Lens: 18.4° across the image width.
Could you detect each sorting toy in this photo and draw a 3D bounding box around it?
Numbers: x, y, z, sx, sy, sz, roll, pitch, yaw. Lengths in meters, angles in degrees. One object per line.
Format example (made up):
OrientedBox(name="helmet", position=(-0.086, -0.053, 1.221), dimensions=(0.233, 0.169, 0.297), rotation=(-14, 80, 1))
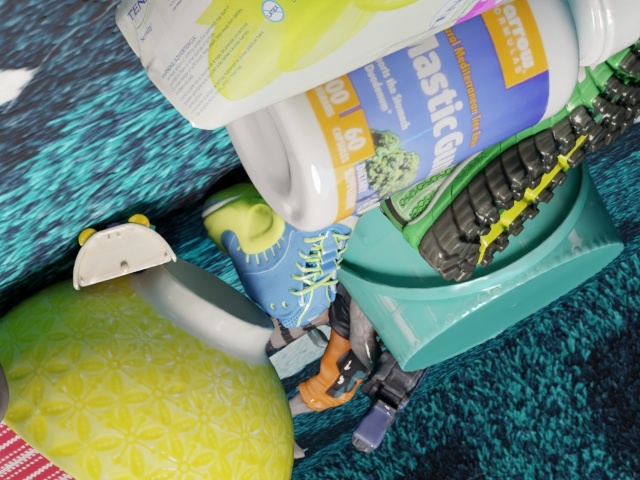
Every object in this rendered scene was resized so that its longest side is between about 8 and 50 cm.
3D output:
OrientedBox(name="sorting toy", position=(-0.160, 0.007, 1.583), dimensions=(0.083, 0.045, 0.075), rotation=(-16, 180, -2))

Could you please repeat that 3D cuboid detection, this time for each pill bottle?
OrientedBox(name="pill bottle", position=(0.075, -0.127, 1.307), dimensions=(0.272, 0.152, 0.152), rotation=(-26, 168, -16))

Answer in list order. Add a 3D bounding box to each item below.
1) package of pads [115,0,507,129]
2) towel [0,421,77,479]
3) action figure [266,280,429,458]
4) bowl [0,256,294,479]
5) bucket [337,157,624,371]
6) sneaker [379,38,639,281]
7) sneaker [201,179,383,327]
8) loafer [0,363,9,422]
OrientedBox(name="package of pads", position=(0.050, -0.187, 1.084), dimensions=(0.296, 0.101, 0.229), rotation=(-27, 169, -41))
OrientedBox(name="towel", position=(-0.278, 0.183, 1.799), dimensions=(0.199, 0.031, 0.275), rotation=(-34, 141, 24))
OrientedBox(name="action figure", position=(0.038, 0.098, 2.125), dimensions=(0.330, 0.178, 0.341), rotation=(-46, -175, 39))
OrientedBox(name="bowl", position=(-0.125, 0.106, 1.616), dimensions=(0.156, 0.289, 0.289), rotation=(-57, 163, 8))
OrientedBox(name="bucket", position=(0.137, -0.013, 1.850), dimensions=(0.281, 0.183, 0.281), rotation=(-28, 168, -7))
OrientedBox(name="sneaker", position=(0.175, -0.135, 1.608), dimensions=(0.343, 0.146, 0.134), rotation=(-43, 160, -10))
OrientedBox(name="sneaker", position=(0.000, 0.000, 1.576), dimensions=(0.091, 0.126, 0.240), rotation=(-27, -172, -30))
OrientedBox(name="loafer", position=(-0.405, 0.145, 1.403), dimensions=(0.366, 0.134, 0.130), rotation=(-16, 169, -17))
